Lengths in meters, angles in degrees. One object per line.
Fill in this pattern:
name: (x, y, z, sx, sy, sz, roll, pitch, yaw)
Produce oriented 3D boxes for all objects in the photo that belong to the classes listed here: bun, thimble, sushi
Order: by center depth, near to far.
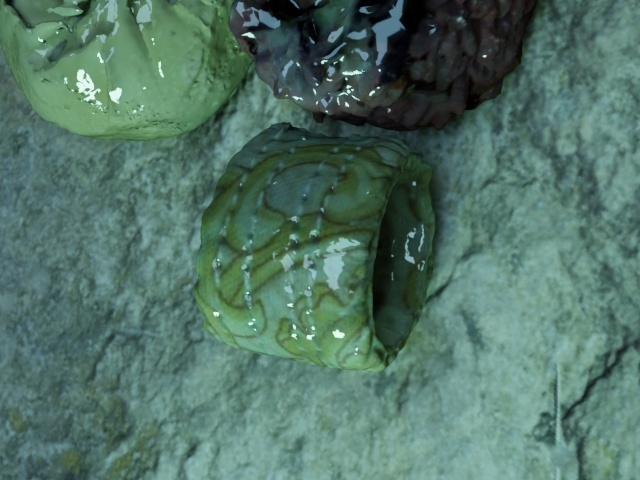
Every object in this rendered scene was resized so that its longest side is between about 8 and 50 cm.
sushi: (0.040, -0.214, 1.045, 0.236, 0.171, 0.270, 30, 99, 26)
thimble: (0.000, 0.000, 1.048, 0.143, 0.137, 0.190, 5, 69, 28)
bun: (-0.173, -0.210, 1.157, 0.259, 0.152, 0.259, -3, 82, 23)
